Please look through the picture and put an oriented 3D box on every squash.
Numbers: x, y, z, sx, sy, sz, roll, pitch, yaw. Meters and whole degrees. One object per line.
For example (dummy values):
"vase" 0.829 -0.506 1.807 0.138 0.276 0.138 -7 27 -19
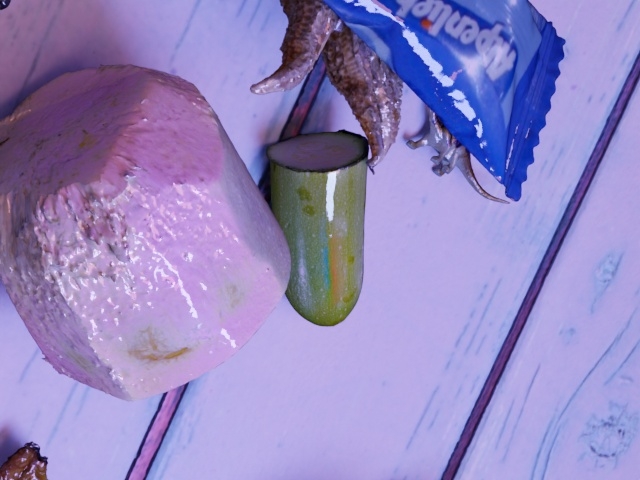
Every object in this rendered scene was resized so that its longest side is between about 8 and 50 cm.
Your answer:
"squash" 0.000 0.000 1.612 0.095 0.095 0.188 -19 122 -31

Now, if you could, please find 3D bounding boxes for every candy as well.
"candy" 0.102 -0.198 1.473 0.331 0.077 0.187 40 59 -32

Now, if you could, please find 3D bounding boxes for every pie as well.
"pie" -0.261 0.256 1.561 0.088 0.033 0.191 -25 127 -9

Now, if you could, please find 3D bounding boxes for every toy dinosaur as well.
"toy dinosaur" 0.123 -0.085 1.707 0.058 0.037 0.180 -42 130 -9

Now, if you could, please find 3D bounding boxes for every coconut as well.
"coconut" -0.150 0.007 1.397 0.233 0.233 0.245 -40 126 -18

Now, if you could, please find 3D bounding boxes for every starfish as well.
"starfish" 0.029 -0.198 1.506 0.301 0.084 0.294 18 68 -49

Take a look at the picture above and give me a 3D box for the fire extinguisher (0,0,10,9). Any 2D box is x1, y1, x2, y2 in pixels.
"fire extinguisher" -0.313 -0.204 1.284 0.231 0.071 0.099 1 82 -40
